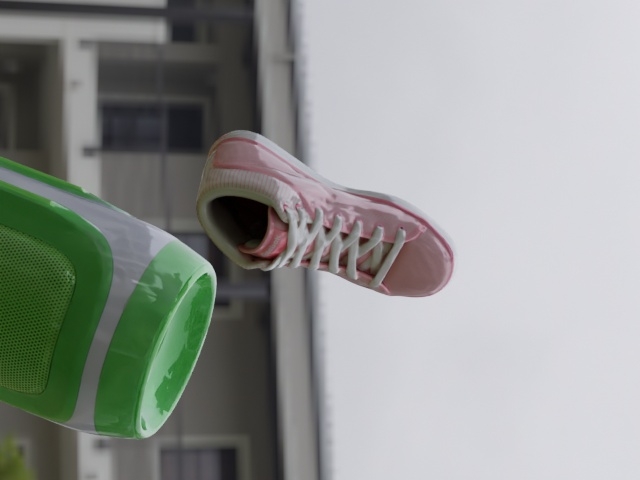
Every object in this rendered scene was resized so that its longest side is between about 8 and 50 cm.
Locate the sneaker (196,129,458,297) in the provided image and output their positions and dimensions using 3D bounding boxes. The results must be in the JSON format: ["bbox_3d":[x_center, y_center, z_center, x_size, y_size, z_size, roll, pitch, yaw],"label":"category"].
[{"bbox_3d":[0.000,0.000,0.932,0.051,0.134,0.070,-61,-177,28],"label":"sneaker"}]

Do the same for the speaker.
[{"bbox_3d":[-0.216,0.012,1.128,0.131,0.296,0.131,21,90,-80],"label":"speaker"}]
